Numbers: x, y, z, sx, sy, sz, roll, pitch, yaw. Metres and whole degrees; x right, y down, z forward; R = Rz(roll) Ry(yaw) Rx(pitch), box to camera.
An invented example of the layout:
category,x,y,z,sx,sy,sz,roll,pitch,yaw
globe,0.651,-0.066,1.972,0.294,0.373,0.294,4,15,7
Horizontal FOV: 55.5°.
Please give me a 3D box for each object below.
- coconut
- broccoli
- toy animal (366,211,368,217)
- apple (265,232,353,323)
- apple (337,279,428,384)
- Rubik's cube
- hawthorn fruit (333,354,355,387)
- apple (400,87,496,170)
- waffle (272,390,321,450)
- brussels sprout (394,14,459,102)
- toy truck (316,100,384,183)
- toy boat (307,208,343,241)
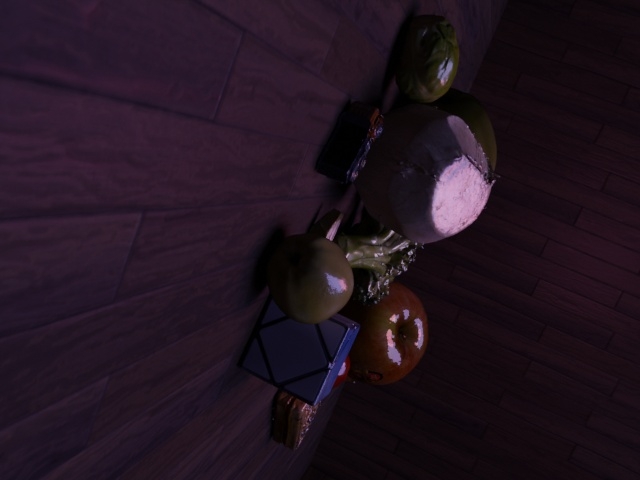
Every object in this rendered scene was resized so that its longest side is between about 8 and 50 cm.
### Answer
category,x,y,z,sx,sy,sz,roll,pitch,yaw
coconut,0.247,-0.186,1.585,0.346,0.360,0.346,-18,125,-28
broccoli,0.129,0.055,1.832,0.397,0.275,0.353,-44,134,-43
toy animal,0.264,-0.128,2.129,0.289,0.174,0.249,-54,151,-37
apple,-0.025,0.077,1.284,0.200,0.200,0.200,-60,166,-25
apple,0.188,0.324,2.209,0.400,0.334,0.400,-1,91,-49
Rubik's cube,-0.043,0.253,1.472,0.205,0.207,0.205,-64,166,-1
hawthorn fruit,0.019,0.395,1.956,0.196,0.226,0.196,-53,172,-10
apple,0.373,-0.288,1.889,0.357,0.357,0.357,-60,166,-25
waffle,-0.068,0.560,2.165,0.376,0.114,0.261,98,18,-51
brussels sprout,0.282,-0.465,1.577,0.223,0.161,0.223,-54,158,-34
toy truck,0.067,-0.215,1.346,0.192,0.083,0.092,-62,162,-15
toy boat,0.000,0.000,1.507,0.172,0.065,0.066,-62,155,8
